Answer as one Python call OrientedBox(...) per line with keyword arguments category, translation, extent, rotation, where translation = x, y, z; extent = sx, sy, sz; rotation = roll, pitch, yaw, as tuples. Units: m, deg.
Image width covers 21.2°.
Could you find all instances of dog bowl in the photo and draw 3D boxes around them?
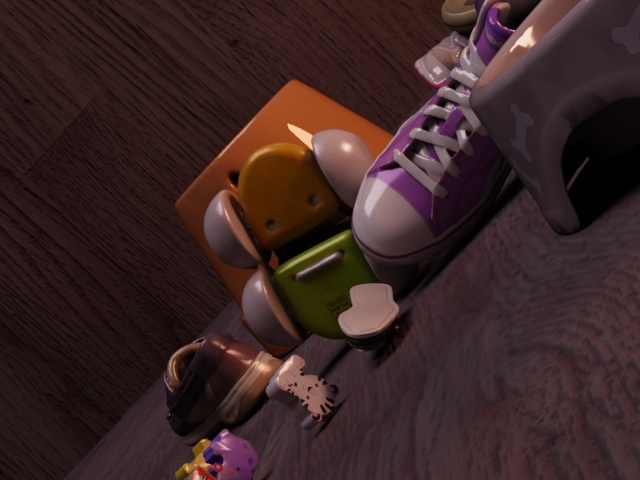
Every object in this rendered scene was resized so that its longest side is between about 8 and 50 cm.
OrientedBox(category="dog bowl", translation=(0.230, -0.164, 1.051), extent=(0.349, 0.102, 0.349), rotation=(-47, 4, 4))

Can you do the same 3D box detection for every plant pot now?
OrientedBox(category="plant pot", translation=(-0.024, -0.043, 1.908), extent=(0.291, 0.203, 0.291), rotation=(-46, 4, 4))

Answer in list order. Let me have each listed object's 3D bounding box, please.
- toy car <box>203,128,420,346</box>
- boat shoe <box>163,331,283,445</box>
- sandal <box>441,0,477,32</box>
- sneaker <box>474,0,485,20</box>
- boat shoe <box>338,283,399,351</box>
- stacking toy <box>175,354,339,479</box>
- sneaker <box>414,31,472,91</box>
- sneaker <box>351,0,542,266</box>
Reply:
OrientedBox(category="toy car", translation=(0.000, 0.000, 1.497), extent=(0.159, 0.182, 0.136), rotation=(-29, -9, 14))
OrientedBox(category="boat shoe", translation=(-0.118, 0.148, 1.800), extent=(0.103, 0.092, 0.285), rotation=(-48, 4, -19))
OrientedBox(category="sandal", translation=(0.274, -0.348, 2.213), extent=(0.303, 0.086, 0.120), rotation=(-14, 24, 36))
OrientedBox(category="sneaker", translation=(0.300, -0.305, 2.054), extent=(0.283, 0.107, 0.124), rotation=(-20, 62, 51))
OrientedBox(category="boat shoe", translation=(0.038, 0.065, 1.308), extent=(0.046, 0.038, 0.125), rotation=(-5, 13, 1))
OrientedBox(category="stacking toy", translation=(-0.084, 0.196, 1.253), extent=(0.167, 0.052, 0.221), rotation=(-46, 5, 45))
OrientedBox(category="sneaker", translation=(0.211, -0.260, 2.325), extent=(0.111, 0.103, 0.252), rotation=(-47, 4, 31))
OrientedBox(category="sneaker", translation=(0.117, -0.112, 1.354), extent=(0.282, 0.102, 0.161), rotation=(-48, -23, -5))
